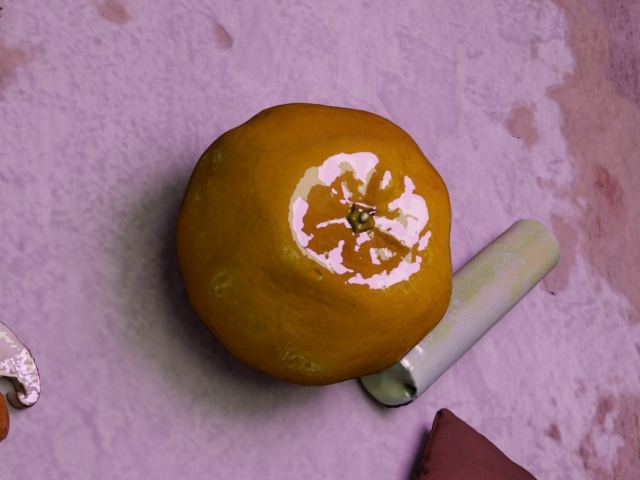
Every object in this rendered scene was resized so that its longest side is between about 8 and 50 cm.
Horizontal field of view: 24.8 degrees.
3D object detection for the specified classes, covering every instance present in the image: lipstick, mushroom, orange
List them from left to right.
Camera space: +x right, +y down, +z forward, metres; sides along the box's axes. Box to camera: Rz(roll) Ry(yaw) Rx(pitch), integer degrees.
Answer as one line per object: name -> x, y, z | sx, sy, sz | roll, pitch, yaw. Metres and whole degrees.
mushroom -> -0.279, 0.103, 1.271 | 0.049, 0.019, 0.101 | -31, 86, -41
orange -> 0.000, 0.000, 1.380 | 0.279, 0.235, 0.279 | 11, 64, -23
lipstick -> 0.154, 0.074, 1.558 | 0.304, 0.076, 0.076 | -36, 91, -40

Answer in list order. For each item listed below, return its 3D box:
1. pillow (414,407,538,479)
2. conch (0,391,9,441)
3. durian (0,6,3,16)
pillow -> 0.171, 0.357, 1.416 | 0.305, 0.108, 0.308 | 43, 50, -7
conch -> -0.317, 0.113, 1.206 | 0.080, 0.086, 0.233 | -32, 71, 0
durian -> -0.352, -0.231, 1.332 | 0.148, 0.091, 0.188 | 25, 54, -24
